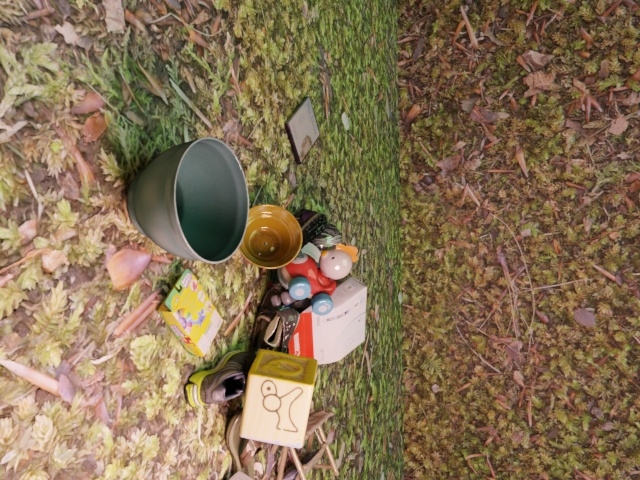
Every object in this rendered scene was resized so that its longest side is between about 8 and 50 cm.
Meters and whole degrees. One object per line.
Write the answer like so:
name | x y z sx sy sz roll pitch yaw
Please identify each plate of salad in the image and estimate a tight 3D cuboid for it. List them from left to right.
plate of salad | -0.078 0.101 1.922 0.199 0.048 0.200 -4 97 -31

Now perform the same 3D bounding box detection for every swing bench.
swing bench | -0.057 0.785 1.885 0.253 0.165 0.255 -1 85 -66

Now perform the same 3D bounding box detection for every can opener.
can opener | -0.080 0.207 1.765 0.095 0.076 0.283 71 18 3

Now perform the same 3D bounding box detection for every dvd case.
dvd case | -0.069 -0.445 2.061 0.253 0.022 0.180 -64 145 -46

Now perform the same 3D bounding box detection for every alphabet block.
alphabet block | -0.119 0.458 1.503 0.193 0.192 0.197 -80 -179 -80

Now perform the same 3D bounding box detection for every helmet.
helmet | 0.000 0.000 2.029 0.169 0.161 0.169 -1 90 -67

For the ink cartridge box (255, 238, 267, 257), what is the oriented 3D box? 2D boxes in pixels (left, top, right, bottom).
ink cartridge box | -0.205 0.042 1.722 0.048 0.028 0.083 41 52 -60

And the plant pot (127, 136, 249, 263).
plant pot | -0.331 -0.091 1.229 0.293 0.196 0.293 -1 90 -66

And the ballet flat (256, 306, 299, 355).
ballet flat | -0.151 0.344 1.641 0.096 0.095 0.281 14 90 -41

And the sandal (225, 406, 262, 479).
sandal | -0.222 0.658 1.592 0.120 0.086 0.303 -29 116 -64

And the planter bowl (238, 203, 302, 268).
planter bowl | -0.173 -0.002 1.665 0.090 0.217 0.217 128 -28 -67

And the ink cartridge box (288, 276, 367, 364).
ink cartridge box | 0.012 0.351 1.864 0.385 0.091 0.308 -34 140 -32

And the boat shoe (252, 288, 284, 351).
boat shoe | -0.178 0.265 1.714 0.073 0.080 0.224 52 47 -64

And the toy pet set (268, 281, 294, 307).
toy pet set | -0.137 0.215 1.828 0.114 0.065 0.122 28 65 -64

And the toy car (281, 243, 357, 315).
toy car | 0.013 0.080 1.707 0.210 0.238 0.219 39 18 -31

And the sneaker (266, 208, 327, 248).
sneaker | -0.114 -0.025 1.866 0.283 0.124 0.107 -33 132 -35

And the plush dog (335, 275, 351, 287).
plush dog | 0.012 0.187 2.084 0.225 0.210 0.262 -84 -170 -51

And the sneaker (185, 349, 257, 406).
sneaker | -0.254 0.403 1.483 0.300 0.121 0.111 -25 112 -65

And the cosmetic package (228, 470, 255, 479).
cosmetic package | -0.220 0.809 1.473 0.151 0.151 0.184 -32 121 -44

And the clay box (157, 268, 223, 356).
clay box | -0.348 0.191 1.360 0.127 0.053 0.222 -67 146 -42
